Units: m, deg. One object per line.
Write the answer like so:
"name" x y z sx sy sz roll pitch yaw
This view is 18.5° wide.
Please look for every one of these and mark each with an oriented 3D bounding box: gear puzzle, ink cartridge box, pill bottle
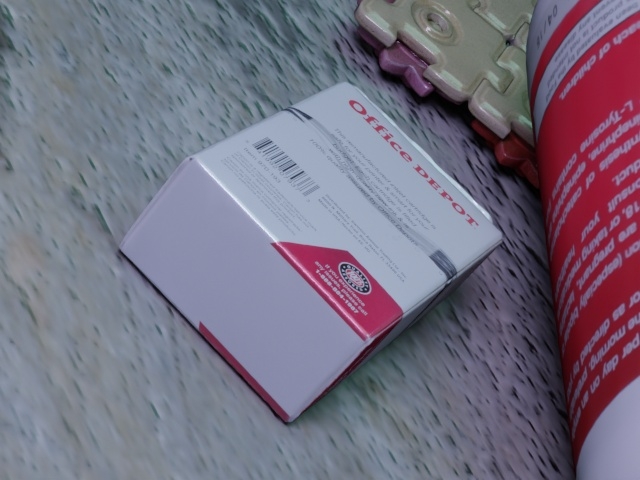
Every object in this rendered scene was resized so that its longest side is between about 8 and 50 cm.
"gear puzzle" 0.168 -0.051 1.141 0.339 0.044 0.175 39 38 -2
"ink cartridge box" 0.000 0.000 0.872 0.109 0.063 0.150 45 31 8
"pill bottle" 0.221 0.037 0.889 0.229 0.229 0.408 24 43 -26
